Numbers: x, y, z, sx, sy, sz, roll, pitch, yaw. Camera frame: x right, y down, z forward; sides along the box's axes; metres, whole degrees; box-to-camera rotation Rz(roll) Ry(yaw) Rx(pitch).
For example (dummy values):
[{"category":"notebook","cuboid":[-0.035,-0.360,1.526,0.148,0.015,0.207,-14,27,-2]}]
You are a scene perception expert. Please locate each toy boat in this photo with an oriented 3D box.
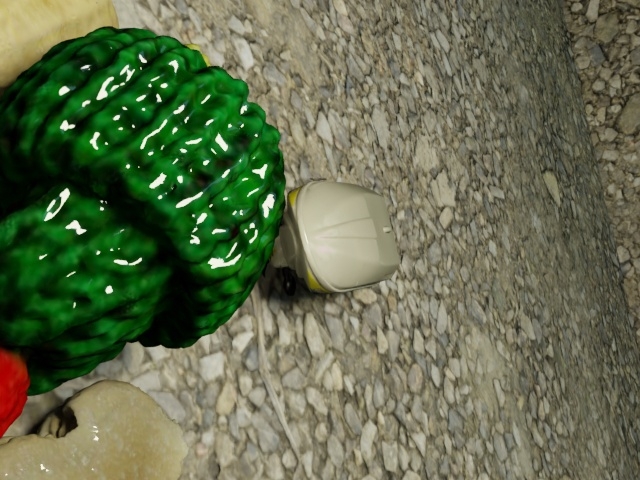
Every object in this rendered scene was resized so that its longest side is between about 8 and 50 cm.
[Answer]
[{"category":"toy boat","cuboid":[0.008,-0.002,1.077,0.269,0.141,0.140,-7,80,-59]}]

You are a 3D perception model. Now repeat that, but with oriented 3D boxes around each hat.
[{"category":"hat","cuboid":[-0.184,0.027,0.660,0.332,0.242,0.274,-52,161,-31]}]

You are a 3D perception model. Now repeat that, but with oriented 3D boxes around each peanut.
[{"category":"peanut","cuboid":[-0.259,-0.176,0.740,0.123,0.124,0.256,66,22,-9]}]

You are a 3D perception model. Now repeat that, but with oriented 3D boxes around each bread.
[{"category":"bread","cuboid":[-0.199,0.250,0.650,0.183,0.102,0.337,40,43,-42]}]

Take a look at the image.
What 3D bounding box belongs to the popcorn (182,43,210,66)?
[{"category":"popcorn","cuboid":[-0.153,-0.123,0.891,0.145,0.126,0.126,-64,151,-30]}]
